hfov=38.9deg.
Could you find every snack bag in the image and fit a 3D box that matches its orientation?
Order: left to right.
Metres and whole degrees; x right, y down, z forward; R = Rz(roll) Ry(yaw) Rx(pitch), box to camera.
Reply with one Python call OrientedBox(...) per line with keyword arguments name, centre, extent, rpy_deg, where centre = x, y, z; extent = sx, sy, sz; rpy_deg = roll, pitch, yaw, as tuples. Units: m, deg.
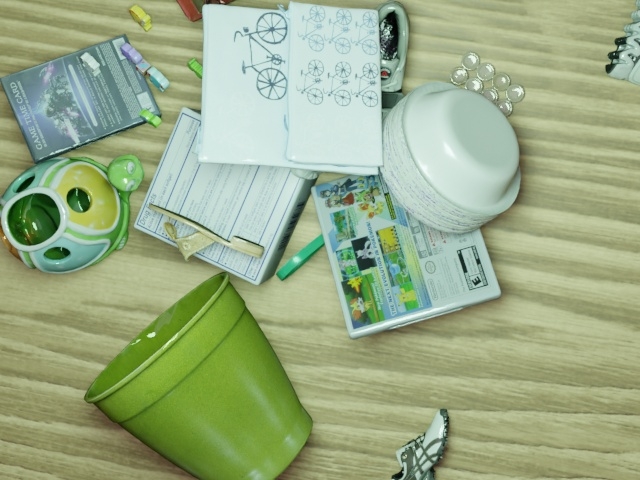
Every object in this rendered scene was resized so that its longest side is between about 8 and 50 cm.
OrientedBox(name="snack bag", centre=(-0.055, -0.285, 1.646), extent=(0.342, 0.037, 0.323), rpy_deg=(3, 77, -11))

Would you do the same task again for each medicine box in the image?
OrientedBox(name="medicine box", centre=(-0.187, -0.093, 1.844), extent=(0.289, 0.149, 0.264), rpy_deg=(25, 98, 6))

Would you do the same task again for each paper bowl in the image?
OrientedBox(name="paper bowl", centre=(0.257, -0.167, 1.694), extent=(0.284, 0.284, 0.148), rpy_deg=(52, 138, 1))

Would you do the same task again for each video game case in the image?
OrientedBox(name="video game case", centre=(-0.493, -0.294, 1.868), extent=(0.274, 0.026, 0.196), rpy_deg=(-23, 80, -12))
OrientedBox(name="video game case", centre=(0.161, 0.001, 1.779), extent=(0.299, 0.036, 0.329), rpy_deg=(-16, 68, 4))

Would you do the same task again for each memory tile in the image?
OrientedBox(name="memory tile", centre=(0.323, -0.298, 1.819), extent=(0.148, 0.012, 0.113), rpy_deg=(37, 99, 5))

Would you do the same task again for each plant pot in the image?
OrientedBox(name="plant pot", centre=(-0.212, 0.316, 1.807), extent=(0.366, 0.366, 0.353), rpy_deg=(-38, 100, 10))

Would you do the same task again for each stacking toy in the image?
OrientedBox(name="stacking toy", centre=(-0.359, -0.357, 1.864), extent=(0.221, 0.052, 0.167), rpy_deg=(42, 74, 3))

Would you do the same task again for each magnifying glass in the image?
OrientedBox(name="magnifying glass", centre=(0.000, 0.000, 1.864), extent=(0.231, 0.092, 0.026), rpy_deg=(-40, 84, 0))

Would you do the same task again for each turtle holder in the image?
OrientedBox(name="turtle holder", centre=(-0.505, -0.052, 1.856), extent=(0.320, 0.227, 0.244), rpy_deg=(0, 94, 9))

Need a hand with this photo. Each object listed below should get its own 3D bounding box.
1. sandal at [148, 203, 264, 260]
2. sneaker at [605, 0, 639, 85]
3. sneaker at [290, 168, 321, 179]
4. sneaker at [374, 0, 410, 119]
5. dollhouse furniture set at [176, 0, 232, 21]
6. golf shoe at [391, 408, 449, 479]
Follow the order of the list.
OrientedBox(name="sandal", centre=(-0.232, 0.007, 1.741), extent=(0.240, 0.088, 0.079), rpy_deg=(21, 92, 1))
OrientedBox(name="sneaker", centre=(0.655, -0.429, 1.718), extent=(0.118, 0.110, 0.292), rpy_deg=(23, 106, -2))
OrientedBox(name="sneaker", centre=(-0.035, -0.200, 1.740), extent=(0.115, 0.232, 0.090), rpy_deg=(13, 131, 7))
OrientedBox(name="sneaker", centre=(0.104, -0.308, 1.779), extent=(0.122, 0.146, 0.331), rpy_deg=(9, 97, 0))
OrientedBox(name="dollhouse furniture set", centre=(-0.144, -0.422, 1.778), extent=(0.152, 0.201, 0.374), rpy_deg=(-33, 97, -12))
OrientedBox(name="golf shoe", centre=(0.206, 0.433, 1.868), extent=(0.093, 0.077, 0.198), rpy_deg=(19, 96, 7))
